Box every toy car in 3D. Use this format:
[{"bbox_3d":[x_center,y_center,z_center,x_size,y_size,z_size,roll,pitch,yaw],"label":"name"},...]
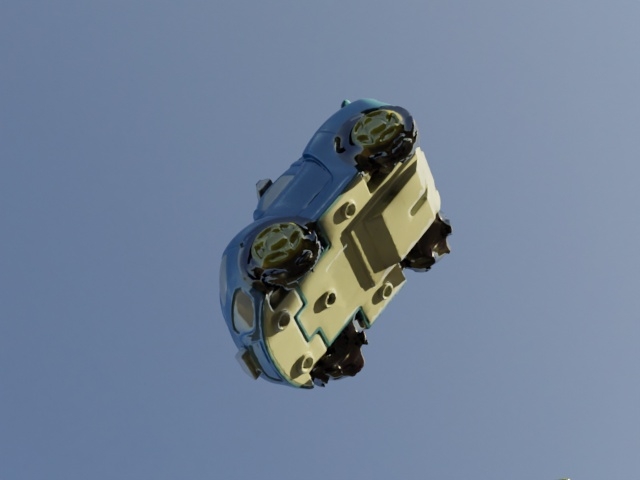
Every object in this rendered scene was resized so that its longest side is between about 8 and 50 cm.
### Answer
[{"bbox_3d":[0.000,0.000,1.203,0.314,0.166,0.198,-51,-42,-22],"label":"toy car"}]

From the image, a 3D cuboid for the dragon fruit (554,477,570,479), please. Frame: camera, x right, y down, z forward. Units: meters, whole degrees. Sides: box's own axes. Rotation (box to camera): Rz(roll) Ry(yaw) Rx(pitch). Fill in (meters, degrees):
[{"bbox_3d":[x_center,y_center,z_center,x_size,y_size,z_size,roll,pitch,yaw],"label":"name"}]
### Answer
[{"bbox_3d":[0.268,0.386,1.421,0.236,0.135,0.137,-40,-58,-15],"label":"dragon fruit"}]
